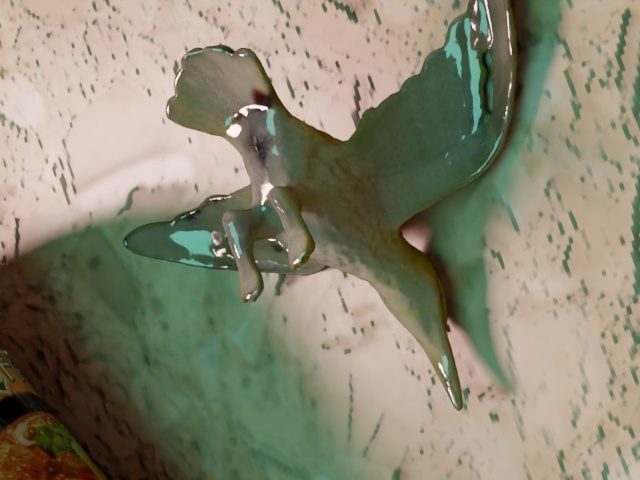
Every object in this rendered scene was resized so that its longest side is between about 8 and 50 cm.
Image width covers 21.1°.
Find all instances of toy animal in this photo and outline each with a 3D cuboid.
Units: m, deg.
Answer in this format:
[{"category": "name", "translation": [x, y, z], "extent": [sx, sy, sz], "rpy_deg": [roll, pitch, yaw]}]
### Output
[{"category": "toy animal", "translation": [0.000, 0.000, 0.650], "extent": [0.219, 0.095, 0.155], "rpy_deg": [-30, 77, 36]}]

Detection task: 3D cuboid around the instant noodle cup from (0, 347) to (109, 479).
[{"category": "instant noodle cup", "translation": [-0.187, 0.139, 0.738], "extent": [0.182, 0.230, 0.230], "rpy_deg": [41, 119, 11]}]
